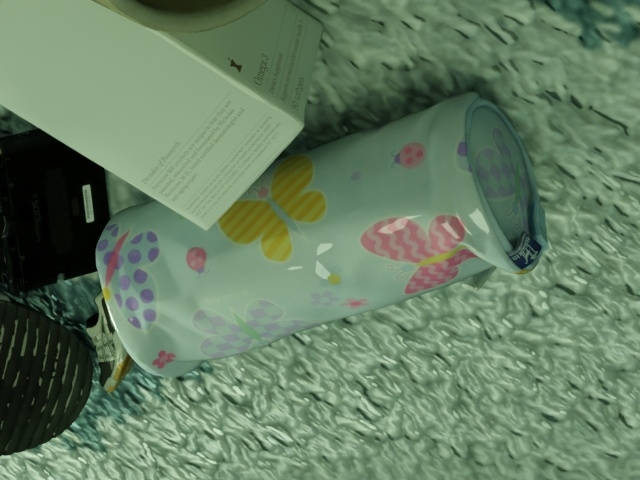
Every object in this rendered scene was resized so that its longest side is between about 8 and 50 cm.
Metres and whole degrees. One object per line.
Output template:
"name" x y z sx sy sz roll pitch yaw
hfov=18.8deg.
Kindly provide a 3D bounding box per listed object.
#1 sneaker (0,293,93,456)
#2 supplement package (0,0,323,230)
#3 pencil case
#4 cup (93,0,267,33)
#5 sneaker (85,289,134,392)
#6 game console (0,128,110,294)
"sneaker" -0.315 0.057 1.291 0.330 0.146 0.122 12 107 -29
"supplement package" -0.103 -0.111 1.109 0.179 0.105 0.105 32 128 -17
"pencil case" 0.000 0.000 1.180 0.273 0.113 0.124 -17 154 21
"cup" -0.115 -0.286 0.863 0.237 0.331 0.331 23 134 23
"sneaker" -0.143 0.066 1.315 0.037 0.032 0.083 23 126 8
"game console" -0.198 -0.034 1.249 0.107 0.071 0.122 -16 132 -16
